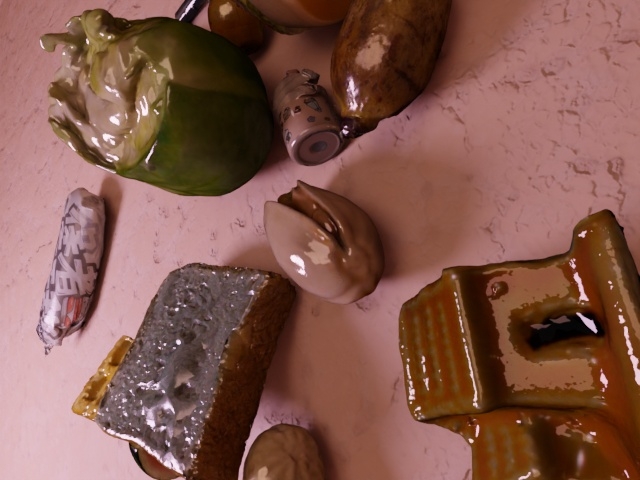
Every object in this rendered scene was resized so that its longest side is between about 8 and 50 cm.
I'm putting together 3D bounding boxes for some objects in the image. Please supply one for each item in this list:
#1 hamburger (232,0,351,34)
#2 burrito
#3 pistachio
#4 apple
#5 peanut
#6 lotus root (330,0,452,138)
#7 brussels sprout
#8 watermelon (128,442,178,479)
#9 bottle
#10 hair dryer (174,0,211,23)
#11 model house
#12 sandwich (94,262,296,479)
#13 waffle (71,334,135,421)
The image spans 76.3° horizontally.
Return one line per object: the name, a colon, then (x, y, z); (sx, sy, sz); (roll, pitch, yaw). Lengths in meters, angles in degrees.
hamburger: (-0.041, -0.450, 0.567); (0.176, 0.300, 0.300); (31, 102, 29)
burrito: (-0.636, 0.086, 1.046); (0.138, 0.101, 0.446); (11, 88, 32)
pistachio: (0.000, 0.000, 0.568); (0.215, 0.143, 0.144); (46, 110, 42)
apple: (-0.151, -0.403, 0.753); (0.101, 0.099, 0.114); (-1, 107, 12)
peanut: (-0.055, 0.387, 0.554); (0.123, 0.123, 0.257); (2, 84, 37)
lotus root: (0.086, -0.255, 0.542); (0.145, 0.128, 0.260); (24, 92, 50)
brussels sprout: (-0.254, -0.214, 0.681); (0.371, 0.314, 0.276); (13, 102, 23)
watermelon: (-0.310, 0.378, 0.785); (0.094, 0.125, 0.135); (-40, 37, -7)
bottle: (-0.026, -0.202, 0.640); (0.099, 0.099, 0.152); (-33, 61, 28)
hair dryer: (-0.261, -0.511, 0.888); (0.248, 0.077, 0.196); (-23, 70, 42)
model house: (0.184, 0.143, 0.378); (0.239, 0.173, 0.268); (-17, 71, 33)
sandwich: (-0.196, 0.179, 0.639); (0.271, 0.099, 0.301); (2, 61, 31)
waffle: (-0.352, 0.281, 0.785); (0.274, 0.057, 0.168); (-1, 50, 36)
